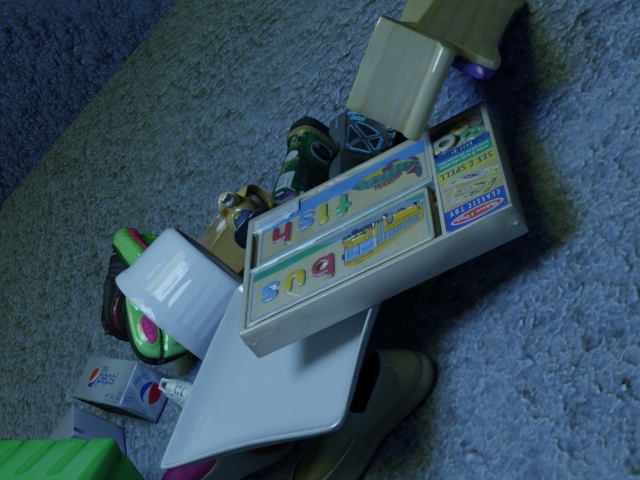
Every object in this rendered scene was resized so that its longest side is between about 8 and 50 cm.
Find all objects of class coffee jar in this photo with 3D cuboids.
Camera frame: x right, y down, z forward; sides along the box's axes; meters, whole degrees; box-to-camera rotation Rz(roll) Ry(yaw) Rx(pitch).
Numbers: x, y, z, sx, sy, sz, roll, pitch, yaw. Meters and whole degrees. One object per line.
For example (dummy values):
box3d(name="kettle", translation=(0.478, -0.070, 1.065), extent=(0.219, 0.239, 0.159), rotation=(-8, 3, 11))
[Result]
box3d(name="coffee jar", translation=(-0.025, -0.135, 1.925), extent=(0.079, 0.096, 0.184), rotation=(-25, 41, 43))

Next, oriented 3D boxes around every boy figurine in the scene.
box3d(name="boy figurine", translation=(-0.110, -0.029, 1.886), extent=(0.092, 0.177, 0.285), rotation=(-47, 15, 4))

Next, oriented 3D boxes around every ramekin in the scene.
box3d(name="ramekin", translation=(-0.200, 0.100, 1.796), extent=(0.135, 0.277, 0.277), rotation=(-51, 26, -2))

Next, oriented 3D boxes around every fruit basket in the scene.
box3d(name="fruit basket", translation=(-0.491, 0.539, 1.786), extent=(0.392, 0.283, 0.392), rotation=(-21, 30, 13))

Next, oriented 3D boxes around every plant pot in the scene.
box3d(name="plant pot", translation=(-0.166, 0.005, 2.070), extent=(0.236, 0.032, 0.236), rotation=(-34, 35, 28))

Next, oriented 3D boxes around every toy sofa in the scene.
box3d(name="toy sofa", translation=(0.180, -0.287, 1.582), extent=(0.362, 0.177, 0.150), rotation=(-61, -6, -57))

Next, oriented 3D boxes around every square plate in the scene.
box3d(name="square plate", translation=(-0.045, 0.158, 1.474), extent=(0.347, 0.049, 0.344), rotation=(-21, 35, 39))

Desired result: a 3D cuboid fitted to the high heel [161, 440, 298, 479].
box3d(name="high heel", translation=(-0.150, 0.304, 1.634), extent=(0.377, 0.127, 0.181), rotation=(-56, 37, 14))

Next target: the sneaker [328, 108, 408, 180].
box3d(name="sneaker", translation=(0.094, -0.135, 1.688), extent=(0.140, 0.125, 0.341), rotation=(-40, 34, 23))

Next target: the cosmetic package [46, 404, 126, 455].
box3d(name="cosmetic package", translation=(-0.505, 0.460, 2.105), extent=(0.238, 0.127, 0.107), rotation=(-51, 28, 12))

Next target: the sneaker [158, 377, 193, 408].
box3d(name="sneaker", translation=(-0.251, 0.282, 1.921), extent=(0.152, 0.061, 0.053), rotation=(-3, 58, 58))

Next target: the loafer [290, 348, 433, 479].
box3d(name="loafer", translation=(0.038, 0.241, 1.422), extent=(0.268, 0.092, 0.102), rotation=(-52, 25, 11))

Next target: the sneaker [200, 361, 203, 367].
box3d(name="sneaker", translation=(-0.173, 0.272, 1.786), extent=(0.221, 0.087, 0.083), rotation=(-88, 13, -69))

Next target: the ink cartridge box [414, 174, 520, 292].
box3d(name="ink cartridge box", translation=(0.179, -0.040, 1.507), extent=(0.209, 0.062, 0.109), rotation=(-51, 27, 15))

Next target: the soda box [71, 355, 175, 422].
box3d(name="soda box", translation=(-0.404, 0.298, 2.135), extent=(0.286, 0.091, 0.098), rotation=(-7, 57, 58))

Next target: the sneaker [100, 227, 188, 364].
box3d(name="sneaker", translation=(-0.344, 0.140, 2.155), extent=(0.483, 0.185, 0.202), rotation=(-123, 49, -65))

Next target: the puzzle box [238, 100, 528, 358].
box3d(name="puzzle box", translation=(0.073, -0.019, 1.451), extent=(0.409, 0.052, 0.272), rotation=(-27, 32, 17))

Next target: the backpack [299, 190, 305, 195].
box3d(name="backpack", translation=(0.000, 0.000, 1.688), extent=(0.152, 0.115, 0.182), rotation=(104, -176, -47))
